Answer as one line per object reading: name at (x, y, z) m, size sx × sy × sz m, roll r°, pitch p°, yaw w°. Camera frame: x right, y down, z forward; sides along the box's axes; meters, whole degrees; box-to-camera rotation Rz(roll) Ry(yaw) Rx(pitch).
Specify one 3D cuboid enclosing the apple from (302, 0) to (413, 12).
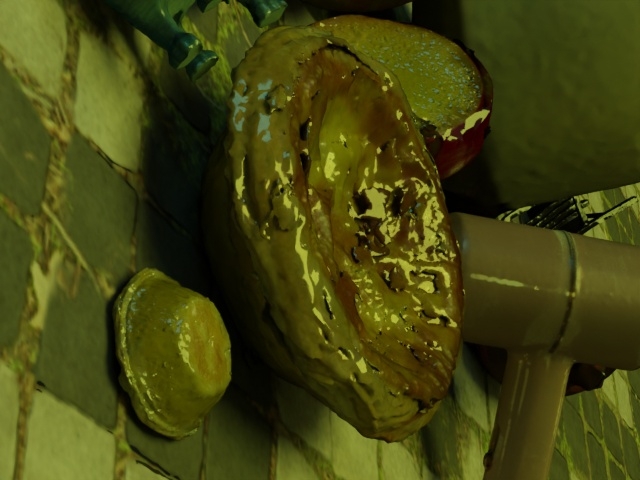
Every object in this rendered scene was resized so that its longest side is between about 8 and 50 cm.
apple at (0.030, -0.268, 1.127) m, size 0.182 × 0.182 × 0.155 m, roll 14°, pitch 58°, yaw -65°

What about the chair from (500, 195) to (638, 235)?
chair at (0.258, -0.033, 1.648) m, size 0.212 × 0.101 × 0.084 m, roll -30°, pitch 105°, yaw -29°

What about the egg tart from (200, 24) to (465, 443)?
egg tart at (0.000, 0.000, 0.952) m, size 0.290 × 0.115 × 0.290 m, roll 43°, pitch 38°, yaw -48°

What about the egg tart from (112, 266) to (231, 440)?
egg tart at (-0.081, 0.064, 0.818) m, size 0.105 × 0.039 × 0.105 m, roll -15°, pitch 90°, yaw -69°

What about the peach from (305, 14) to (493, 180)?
peach at (0.051, -0.108, 1.120) m, size 0.092 × 0.172 × 0.127 m, roll 104°, pitch 4°, yaw -51°

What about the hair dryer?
hair dryer at (0.152, 0.158, 1.153) m, size 0.107 × 0.189 × 0.344 m, roll -154°, pitch -105°, yaw -81°

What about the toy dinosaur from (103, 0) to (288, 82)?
toy dinosaur at (-0.096, -0.161, 0.882) m, size 0.144 × 0.076 × 0.329 m, roll 46°, pitch 15°, yaw 20°

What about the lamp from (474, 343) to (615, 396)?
lamp at (0.220, 0.075, 1.342) m, size 0.215 × 0.223 × 0.151 m, roll -18°, pitch 85°, yaw -35°

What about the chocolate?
chocolate at (0.240, -0.175, 1.305) m, size 0.314 × 0.297 × 0.326 m, roll 44°, pitch 51°, yaw -68°
